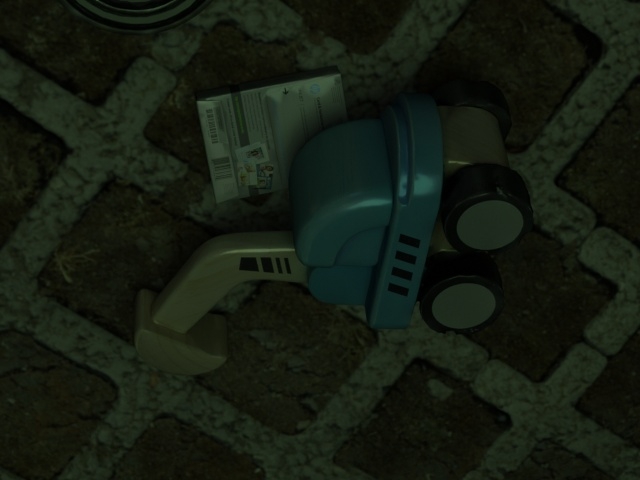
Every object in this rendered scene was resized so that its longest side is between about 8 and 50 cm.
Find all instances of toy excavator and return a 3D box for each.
[{"bbox_3d":[0.000,0.000,1.985,0.445,0.222,0.433,4,134,-8],"label":"toy excavator"}]

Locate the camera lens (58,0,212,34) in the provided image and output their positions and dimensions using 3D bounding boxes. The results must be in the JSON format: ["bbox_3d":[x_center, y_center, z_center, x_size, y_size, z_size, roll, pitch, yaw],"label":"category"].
[{"bbox_3d":[-0.211,-0.363,1.765,0.219,0.274,0.219,-3,114,-8],"label":"camera lens"}]

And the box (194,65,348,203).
[{"bbox_3d":[-0.056,-0.135,2.018,0.186,0.038,0.145,-11,115,-3],"label":"box"}]
